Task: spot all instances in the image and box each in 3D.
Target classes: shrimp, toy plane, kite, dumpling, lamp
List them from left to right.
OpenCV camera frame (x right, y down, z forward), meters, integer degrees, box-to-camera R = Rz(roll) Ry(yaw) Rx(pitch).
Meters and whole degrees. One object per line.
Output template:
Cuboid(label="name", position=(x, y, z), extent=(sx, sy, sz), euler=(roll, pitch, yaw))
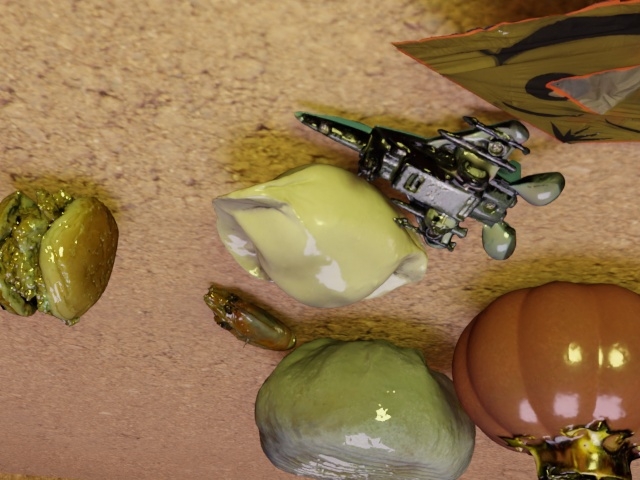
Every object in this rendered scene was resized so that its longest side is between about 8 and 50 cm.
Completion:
Cuboid(label="shrimp", position=(-0.116, 0.126, 1.208), extent=(0.115, 0.051, 0.217), euler=(-5, 153, 27))
Cuboid(label="dumpling", position=(0.000, 0.000, 0.838), extent=(0.250, 0.132, 0.162), euler=(23, 146, -28))
Cuboid(label="toy plane", position=(0.091, -0.065, 0.745), extent=(0.247, 0.078, 0.169), euler=(18, 134, -15))
Cuboid(label="lamp", position=(0.317, 0.184, 1.000), extent=(0.306, 0.239, 0.305), euler=(5, 152, 3))
Cuboid(label="kite", position=(0.233, -0.106, 0.585), extent=(0.378, 0.013, 0.327), euler=(9, 173, -2))

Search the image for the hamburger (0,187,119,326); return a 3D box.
Cuboid(label="hamburger", position=(-0.306, 0.027, 0.942), extent=(0.131, 0.159, 0.184), euler=(2, 134, 3))

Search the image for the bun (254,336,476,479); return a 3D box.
Cuboid(label="bun", position=(0.066, 0.273, 1.270), extent=(0.362, 0.211, 0.362), euler=(3, 152, 2))
